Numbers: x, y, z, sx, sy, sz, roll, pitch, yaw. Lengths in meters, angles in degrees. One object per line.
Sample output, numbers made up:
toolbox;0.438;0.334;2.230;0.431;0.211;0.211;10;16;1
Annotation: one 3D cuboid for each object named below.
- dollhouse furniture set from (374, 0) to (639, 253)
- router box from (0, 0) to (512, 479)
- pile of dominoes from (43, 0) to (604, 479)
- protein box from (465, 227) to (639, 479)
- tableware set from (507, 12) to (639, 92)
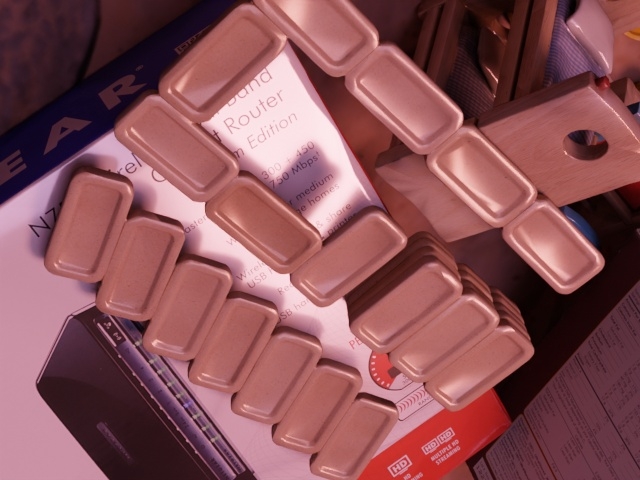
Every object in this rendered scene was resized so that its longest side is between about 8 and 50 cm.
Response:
dollhouse furniture set;0.146;-0.047;0.681;0.129;0.129;0.183;-19;130;38
router box;-0.103;0.083;0.696;0.335;0.082;0.301;-35;122;-4
pile of dominoes;0.000;0.000;0.629;0.196;0.040;0.251;-40;120;17
protein box;0.231;0.113;0.764;0.199;0.136;0.201;4;135;-33
tableware set;0.170;-0.130;0.747;0.104;0.024;0.154;-40;121;-1
